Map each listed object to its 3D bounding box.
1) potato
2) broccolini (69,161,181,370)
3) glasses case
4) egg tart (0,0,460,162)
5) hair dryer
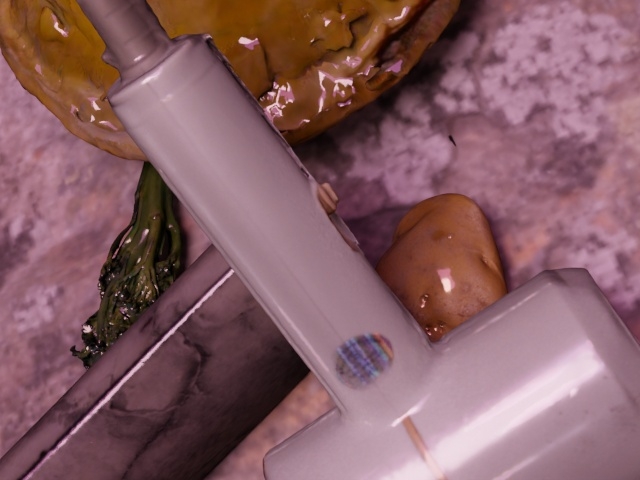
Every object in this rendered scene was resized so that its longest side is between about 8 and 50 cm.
[{"bbox_3d":[0.059,0.019,0.727,0.068,0.062,0.083,8,50,3],"label":"potato"},{"bbox_3d":[-0.084,-0.032,0.812,0.054,0.051,0.239,0,65,25],"label":"broccolini"},{"bbox_3d":[-0.106,0.108,0.724,0.299,0.114,0.060,-46,61,1],"label":"glasses case"},{"bbox_3d":[-0.058,-0.178,0.790,0.295,0.116,0.294,-8,60,13],"label":"egg tart"},{"bbox_3d":[0.000,0.000,0.622,0.173,0.357,0.107,-35,20,5],"label":"hair dryer"}]
